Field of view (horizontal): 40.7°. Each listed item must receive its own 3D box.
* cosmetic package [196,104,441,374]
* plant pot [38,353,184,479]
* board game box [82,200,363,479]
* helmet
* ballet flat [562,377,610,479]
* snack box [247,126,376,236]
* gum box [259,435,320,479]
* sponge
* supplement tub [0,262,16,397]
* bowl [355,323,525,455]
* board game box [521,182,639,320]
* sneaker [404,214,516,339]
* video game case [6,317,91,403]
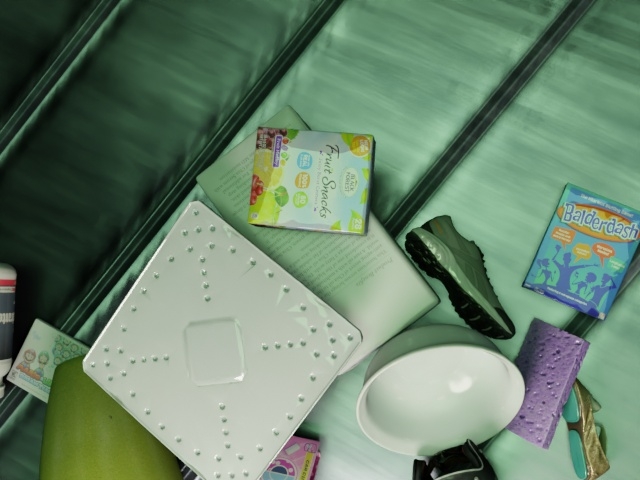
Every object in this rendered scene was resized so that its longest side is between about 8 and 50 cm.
[{"bbox_3d":[0.000,0.000,1.619,0.230,0.161,0.453,-37,81,6],"label":"cosmetic package"},{"bbox_3d":[-0.418,0.373,1.647,0.275,0.275,0.293,-20,70,9],"label":"plant pot"},{"bbox_3d":[-0.178,0.194,1.524,0.390,0.050,0.390,38,102,13],"label":"board game box"},{"bbox_3d":[0.242,0.449,1.526,0.169,0.161,0.169,0,118,-1],"label":"helmet"},{"bbox_3d":[0.480,0.329,1.567,0.067,0.073,0.206,-9,88,-17],"label":"ballet flat"},{"bbox_3d":[-0.014,-0.103,1.511,0.207,0.070,0.174,4,86,8],"label":"snack box"},{"bbox_3d":[-0.071,0.450,1.612,0.107,0.062,0.188,10,47,9],"label":"gum box"},{"bbox_3d":[0.398,0.257,1.563,0.117,0.031,0.210,23,92,50],"label":"sponge"},{"bbox_3d":[-0.716,0.177,1.731,0.191,0.191,0.272,2,88,11],"label":"supplement tub"},{"bbox_3d":[0.204,0.244,1.550,0.298,0.298,0.134,-19,40,9],"label":"bowl"},{"bbox_3d":[0.485,0.020,1.583,0.160,0.047,0.210,23,91,11],"label":"board game box"},{"bbox_3d":[0.278,0.068,1.597,0.108,0.100,0.271,-37,88,-21],"label":"sneaker"},{"bbox_3d":[-0.553,0.260,1.783,0.157,0.019,0.143,27,92,11],"label":"video game case"}]
